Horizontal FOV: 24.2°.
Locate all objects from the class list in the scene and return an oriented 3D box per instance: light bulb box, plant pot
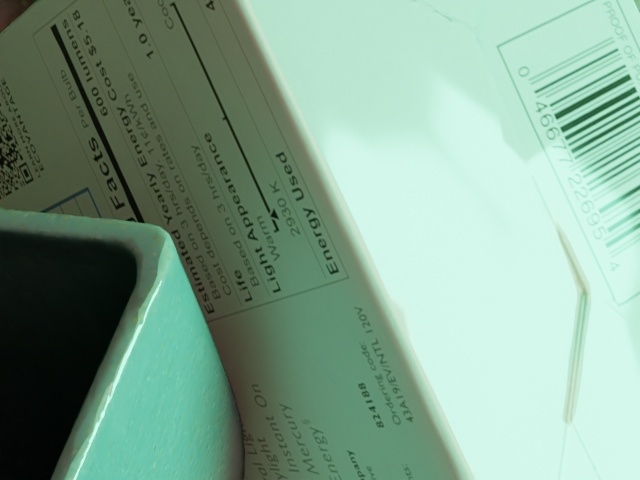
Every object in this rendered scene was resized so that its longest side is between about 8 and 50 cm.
[{"bbox_3d":[0.000,0.000,0.817,0.225,0.361,0.358,-28,95,-34],"label":"light bulb box"},{"bbox_3d":[-0.170,0.150,0.693,0.252,0.247,0.247,62,41,-53],"label":"plant pot"}]
